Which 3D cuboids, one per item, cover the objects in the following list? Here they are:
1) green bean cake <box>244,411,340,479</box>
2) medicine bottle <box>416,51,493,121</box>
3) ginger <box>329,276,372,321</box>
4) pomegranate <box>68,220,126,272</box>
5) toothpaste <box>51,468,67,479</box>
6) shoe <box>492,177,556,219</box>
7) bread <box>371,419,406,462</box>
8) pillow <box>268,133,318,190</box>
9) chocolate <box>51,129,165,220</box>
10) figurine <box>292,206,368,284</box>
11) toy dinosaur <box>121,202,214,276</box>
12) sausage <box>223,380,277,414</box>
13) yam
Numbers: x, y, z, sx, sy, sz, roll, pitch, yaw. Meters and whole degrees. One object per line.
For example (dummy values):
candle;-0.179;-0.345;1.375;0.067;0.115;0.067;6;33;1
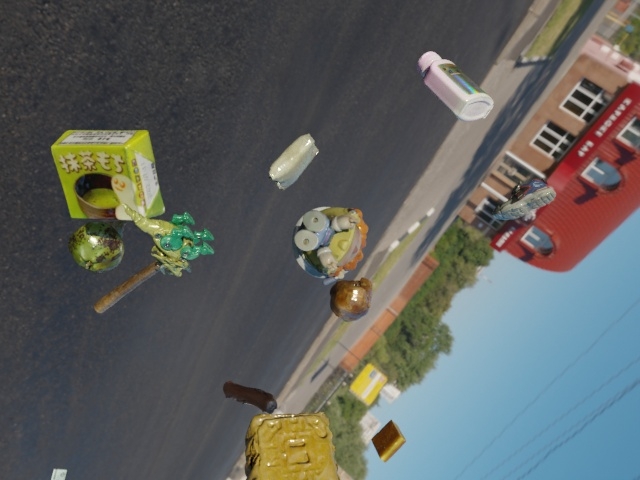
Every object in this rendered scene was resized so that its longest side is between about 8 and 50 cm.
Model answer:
green bean cake;-0.072;0.556;1.191;0.230;0.224;0.131;2;134;-16
medicine bottle;0.329;-0.395;1.194;0.115;0.219;0.078;-10;144;-33
ginger;0.116;0.225;1.809;0.172;0.165;0.321;-53;172;7
pomegranate;-0.900;0.015;1.971;0.276;0.204;0.222;-32;163;-50
toothpaste;-0.680;0.672;1.191;0.046;0.034;0.164;128;-32;-50
shoe;0.726;-0.163;1.715;0.228;0.125;0.099;-26;152;33
bread;0.208;0.614;1.439;0.094;0.035;0.090;-46;-161;2
pillow;-0.078;-0.237;1.399;0.181;0.078;0.134;-46;175;-1
chocolate;-0.695;-0.206;1.541;0.137;0.301;0.288;-74;164;-63
figurine;0.011;-0.029;1.258;0.224;0.205;0.382;-65;165;-13
toy dinosaur;-0.366;-0.012;1.139;0.153;0.094;0.259;-23;132;6
sausage;-0.284;0.607;1.835;0.078;0.304;0.078;-5;97;-52
yam;-0.622;0.148;1.525;0.327;0.045;0.045;-32;153;24
